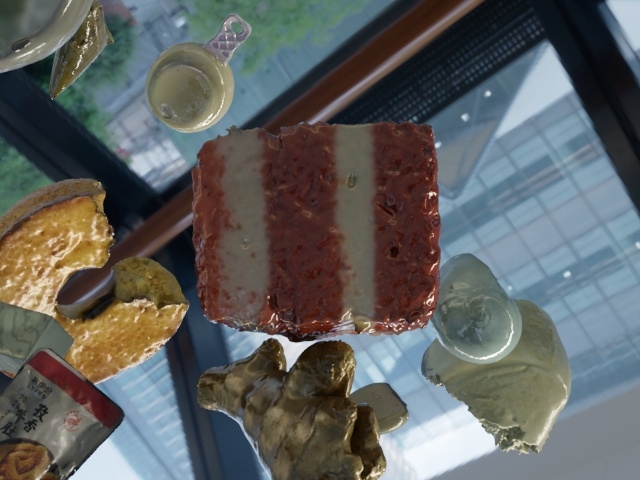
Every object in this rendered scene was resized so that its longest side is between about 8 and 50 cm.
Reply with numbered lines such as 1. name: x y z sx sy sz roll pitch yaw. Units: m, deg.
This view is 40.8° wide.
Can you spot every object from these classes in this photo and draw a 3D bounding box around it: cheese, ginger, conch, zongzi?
1. cheese: 0.041 0.286 1.362 0.192 0.037 0.097 -17 -142 -21
2. ginger: -0.052 0.235 1.212 0.166 0.375 0.236 -21 132 -41
3. conch: 0.261 0.119 1.522 0.121 0.184 0.221 7 -167 -31
4. zongzi: -0.467 -0.363 1.605 0.176 0.078 0.160 -56 175 -15
5. cheese: -0.182 -0.265 1.338 0.227 0.137 0.064 -42 -161 35

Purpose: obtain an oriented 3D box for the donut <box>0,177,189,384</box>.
1. donut: -0.503 0.089 1.697 0.378 0.435 0.163 -31 -140 -8

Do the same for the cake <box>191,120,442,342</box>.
1. cake: 0.000 0.000 1.179 0.320 0.270 0.269 -2 169 3

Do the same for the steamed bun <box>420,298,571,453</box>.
1. steamed bun: 0.357 0.266 1.795 0.290 0.272 0.273 -103 -146 -61

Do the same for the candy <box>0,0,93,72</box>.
1. candy: -0.469 -0.460 1.240 0.186 0.386 0.426 17 94 -79

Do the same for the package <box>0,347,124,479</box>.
1. package: -0.392 0.272 1.129 0.239 0.154 0.030 -49 -165 -18

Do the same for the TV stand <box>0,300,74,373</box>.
1. TV stand: -0.537 0.147 1.386 0.270 0.082 0.088 12 -123 25
